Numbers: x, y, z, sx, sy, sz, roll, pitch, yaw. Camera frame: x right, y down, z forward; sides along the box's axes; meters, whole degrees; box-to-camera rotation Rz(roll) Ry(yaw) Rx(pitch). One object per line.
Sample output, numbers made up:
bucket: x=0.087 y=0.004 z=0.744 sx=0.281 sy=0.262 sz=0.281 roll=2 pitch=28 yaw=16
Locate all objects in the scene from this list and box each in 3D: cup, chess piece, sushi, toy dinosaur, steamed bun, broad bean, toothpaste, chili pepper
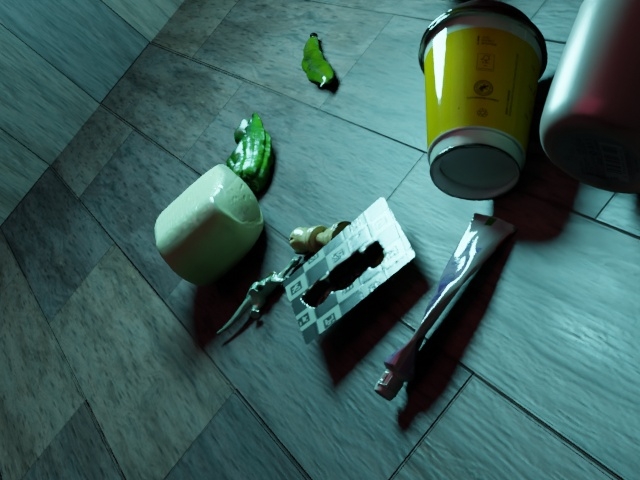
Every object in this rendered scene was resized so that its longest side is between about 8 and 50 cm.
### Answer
cup: x=0.234 y=-0.205 z=1.776 sx=0.196 sy=0.196 sz=0.279 roll=-27 pitch=43 yaw=40
chess piece: x=-0.001 y=0.000 z=2.020 sx=0.172 sy=0.060 sz=0.060 roll=-4 pitch=51 yaw=60
cup: x=0.374 y=-0.169 z=1.514 sx=0.253 sy=0.192 sz=0.200 roll=112 pitch=-177 yaw=-70
sushi: x=0.053 y=0.058 z=1.854 sx=0.215 sy=0.050 sz=0.192 roll=-40 pitch=30 yaw=10
toy dinosaur: x=-0.106 y=0.089 z=2.094 sx=0.187 sy=0.044 sz=0.106 roll=-46 pitch=9 yaw=40
steamed bun: x=-0.199 y=-0.025 z=2.259 sx=0.200 sy=0.155 sz=0.250 roll=-41 pitch=20 yaw=13
broad bean: x=-0.011 y=-0.374 z=2.554 sx=0.060 sy=0.043 sz=0.297 roll=-35 pitch=27 yaw=10
toothpaste: x=0.163 y=0.087 z=1.642 sx=0.301 sy=0.048 sz=0.075 roll=-56 pitch=15 yaw=-15
chili pepper: x=-0.143 y=-0.184 z=2.473 sx=0.099 sy=0.083 sz=0.253 roll=-49 pitch=20 yaw=25
